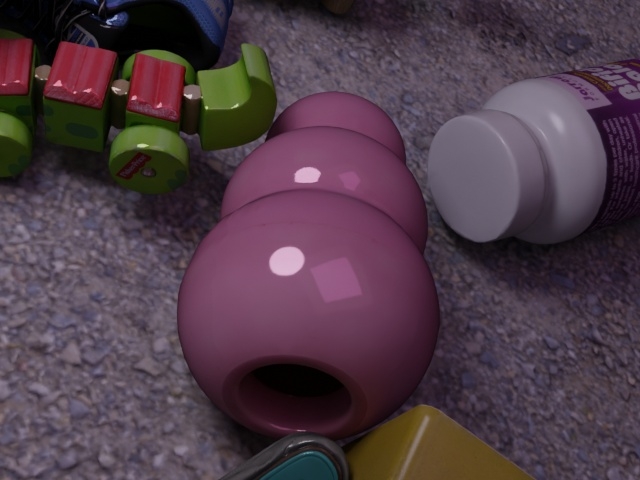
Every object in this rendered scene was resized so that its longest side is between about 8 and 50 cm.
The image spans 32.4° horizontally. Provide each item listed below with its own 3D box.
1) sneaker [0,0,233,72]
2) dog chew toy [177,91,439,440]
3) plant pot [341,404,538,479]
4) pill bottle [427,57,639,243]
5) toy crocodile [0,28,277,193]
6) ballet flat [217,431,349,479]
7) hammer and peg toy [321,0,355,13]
[{"bbox_3d":[-0.228,-0.230,0.983,0.330,0.130,0.147,9,55,-23],"label":"sneaker"},{"bbox_3d":[0.000,0.000,0.922,0.207,0.206,0.331,23,45,-14],"label":"dog chew toy"},{"bbox_3d":[0.077,0.273,0.794,0.212,0.212,0.187,36,63,-4],"label":"plant pot"},{"bbox_3d":[0.261,-0.090,1.128,0.302,0.169,0.169,-16,69,-35],"label":"pill bottle"},{"bbox_3d":[-0.207,-0.120,0.912,0.341,0.105,0.115,5,57,-5],"label":"toy crocodile"},{"bbox_3d":[-0.073,0.212,0.811,0.213,0.068,0.072,-31,92,-1],"label":"ballet flat"},{"bbox_3d":[-0.004,-0.377,1.195,0.361,0.127,0.265,8,56,-24],"label":"hammer and peg toy"}]
